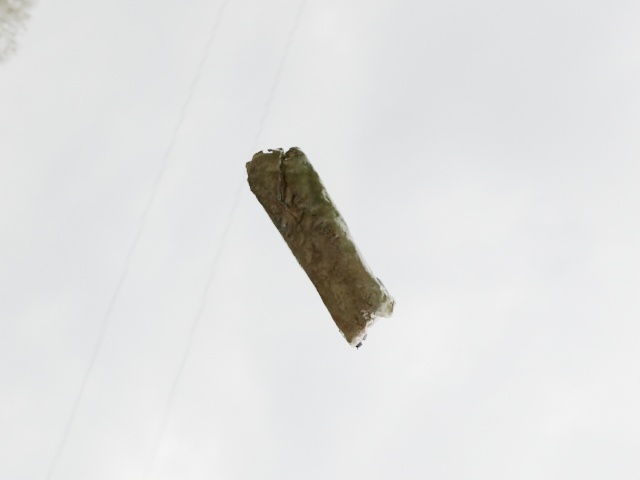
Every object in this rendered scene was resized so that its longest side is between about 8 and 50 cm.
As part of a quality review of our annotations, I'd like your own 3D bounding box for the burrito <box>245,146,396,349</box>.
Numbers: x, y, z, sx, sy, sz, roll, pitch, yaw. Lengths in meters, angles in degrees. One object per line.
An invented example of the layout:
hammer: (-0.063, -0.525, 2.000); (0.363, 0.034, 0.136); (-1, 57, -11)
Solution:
burrito: (-0.001, 0.000, 0.863); (0.051, 0.042, 0.171); (-33, -112, 8)
